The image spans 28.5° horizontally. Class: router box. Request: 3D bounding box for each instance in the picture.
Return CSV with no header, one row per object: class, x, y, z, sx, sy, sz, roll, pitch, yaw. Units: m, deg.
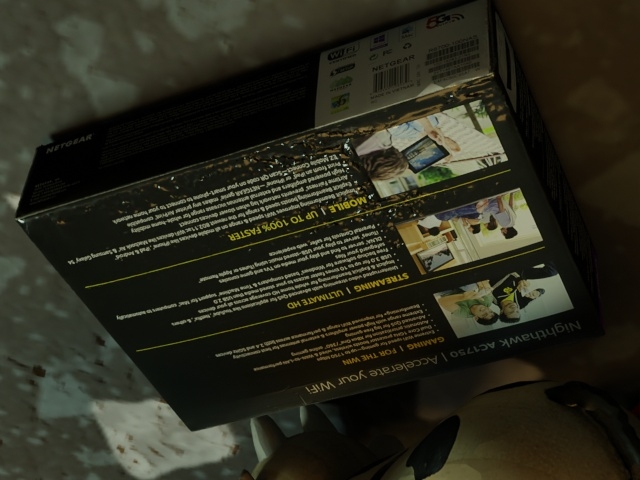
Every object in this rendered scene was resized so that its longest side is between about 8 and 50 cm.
router box,0.000,0.000,0.464,0.179,0.046,0.133,-15,132,19

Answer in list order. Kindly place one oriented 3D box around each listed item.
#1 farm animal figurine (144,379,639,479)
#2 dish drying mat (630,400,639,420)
farm animal figurine,0.008,0.139,0.487,0.327,0.172,0.330,-30,163,36
dish drying mat,0.160,0.065,0.541,0.032,0.008,0.083,18,133,-13
